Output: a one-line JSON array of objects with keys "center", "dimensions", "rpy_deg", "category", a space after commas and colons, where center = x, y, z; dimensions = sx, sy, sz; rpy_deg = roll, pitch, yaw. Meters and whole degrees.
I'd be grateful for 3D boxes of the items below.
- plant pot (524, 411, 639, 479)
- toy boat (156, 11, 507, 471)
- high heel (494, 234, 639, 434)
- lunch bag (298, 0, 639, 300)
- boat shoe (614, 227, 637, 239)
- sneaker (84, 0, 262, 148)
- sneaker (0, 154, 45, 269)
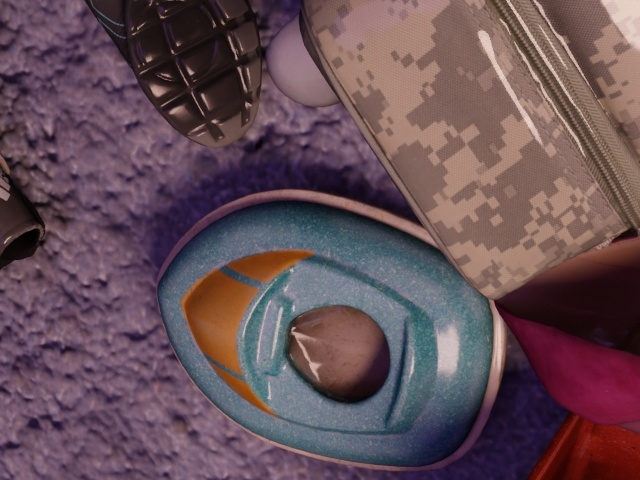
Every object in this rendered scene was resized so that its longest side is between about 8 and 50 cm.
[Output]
[{"center": [0.205, 0.284, 0.698], "dimensions": [0.267, 0.267, 0.236], "rpy_deg": [29, 120, 17], "category": "plant pot"}, {"center": [0.000, 0.000, 0.796], "dimensions": [0.267, 0.148, 0.318], "rpy_deg": [10, 101, 22], "category": "toy boat"}, {"center": [0.188, 0.016, 0.582], "dimensions": [0.181, 0.127, 0.377], "rpy_deg": [33, 153, 13], "category": "high heel"}, {"center": [0.145, -0.144, 0.625], "dimensions": [0.256, 0.305, 0.213], "rpy_deg": [-32, 108, 18], "category": "lunch bag"}, {"center": [0.216, 0.011, 0.758], "dimensions": [0.072, 0.068, 0.190], "rpy_deg": [-45, 71, 36], "category": "boat shoe"}, {"center": [-0.128, -0.193, 0.866], "dimensions": [0.101, 0.106, 0.267], "rpy_deg": [-30, 103, -14], "category": "sneaker"}, {"center": [-0.305, -0.125, 0.928], "dimensions": [0.257, 0.169, 0.448], "rpy_deg": [27, 115, 9], "category": "sneaker"}]
